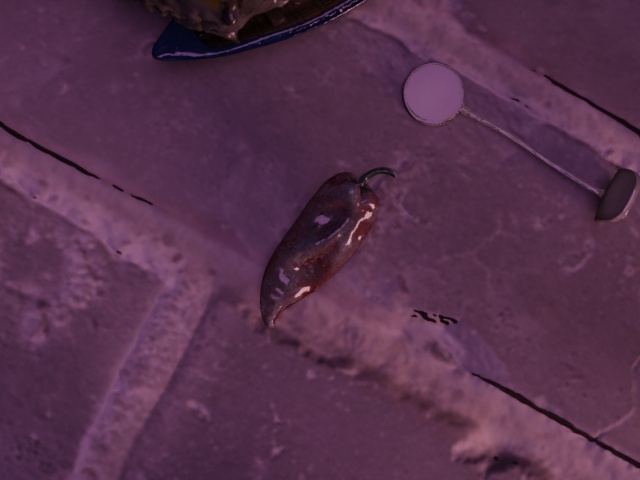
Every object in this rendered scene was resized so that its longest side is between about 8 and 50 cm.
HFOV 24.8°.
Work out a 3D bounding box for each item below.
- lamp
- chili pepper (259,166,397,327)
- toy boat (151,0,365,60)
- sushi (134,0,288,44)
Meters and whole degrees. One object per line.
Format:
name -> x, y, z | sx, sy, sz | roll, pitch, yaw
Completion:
lamp -> 0.153, -0.078, 1.128 | 0.198, 0.056, 0.050 | 30, 89, 2
chili pepper -> 0.000, 0.000, 1.119 | 0.050, 0.041, 0.153 | 40, 102, 19
toy boat -> -0.028, -0.193, 1.123 | 0.229, 0.046, 0.080 | -30, 90, -4
sushi -> -0.108, -0.263, 1.060 | 0.274, 0.139, 0.184 | 23, 74, 15
